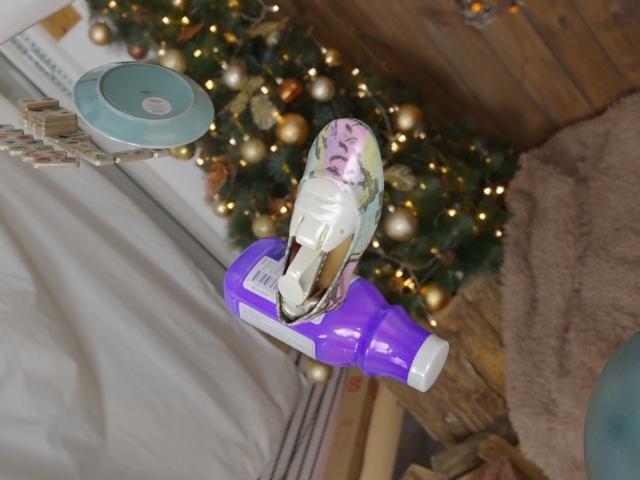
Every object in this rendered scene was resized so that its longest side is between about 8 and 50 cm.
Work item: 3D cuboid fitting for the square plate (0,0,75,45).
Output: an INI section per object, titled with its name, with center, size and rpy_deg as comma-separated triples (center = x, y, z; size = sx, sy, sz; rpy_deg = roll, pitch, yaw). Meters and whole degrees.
[square plate]
center = -0.364, -0.278, 0.550
size = 0.347, 0.344, 0.049
rpy_deg = -43, 36, -22

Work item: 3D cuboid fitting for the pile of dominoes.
[pile of dominoes]
center = -0.366, -0.160, 1.093
size = 0.196, 0.040, 0.251
rpy_deg = -16, 30, -42

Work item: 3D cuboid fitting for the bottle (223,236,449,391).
[bottle]
center = 0.018, 0.093, 0.933
size = 0.283, 0.092, 0.118
rpy_deg = 24, 47, 24

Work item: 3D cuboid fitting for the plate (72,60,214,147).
[plate]
center = -0.234, -0.193, 1.016
size = 0.188, 0.188, 0.024
rpy_deg = -67, -1, -48

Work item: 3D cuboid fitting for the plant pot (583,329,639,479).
[plant pot]
center = 0.362, 0.208, 0.635
size = 0.290, 0.290, 0.195
rpy_deg = -34, -11, 25

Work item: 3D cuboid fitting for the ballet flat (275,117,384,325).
[ballet flat]
center = 0.000, 0.000, 0.657
size = 0.079, 0.077, 0.221
rpy_deg = -44, -22, -42
